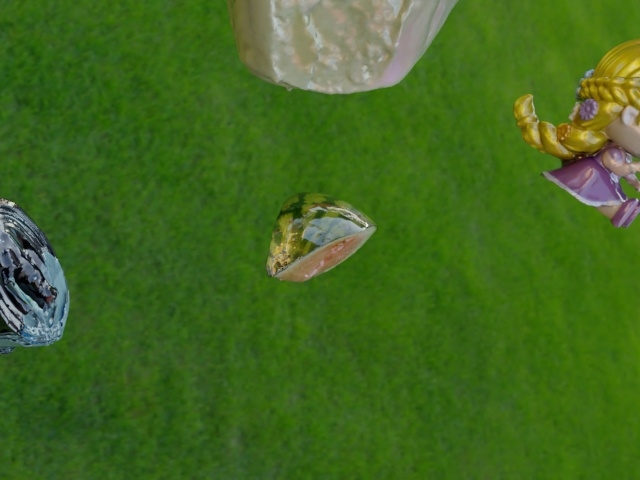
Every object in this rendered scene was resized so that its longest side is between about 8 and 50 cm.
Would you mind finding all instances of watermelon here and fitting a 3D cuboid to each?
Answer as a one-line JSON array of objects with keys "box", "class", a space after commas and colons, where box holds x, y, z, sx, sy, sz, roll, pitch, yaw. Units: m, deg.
[{"box": [-0.003, -0.014, 1.025, 0.069, 0.087, 0.163, 55, 13, 10], "class": "watermelon"}]

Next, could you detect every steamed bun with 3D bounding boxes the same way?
[{"box": [0.019, -0.194, 0.627, 0.239, 0.152, 0.170, -93, -174, -48], "class": "steamed bun"}]

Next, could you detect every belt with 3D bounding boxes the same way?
[{"box": [-0.256, 0.032, 0.905, 0.105, 0.058, 0.140, -82, 154, -43], "class": "belt"}]

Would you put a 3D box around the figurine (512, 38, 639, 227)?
[{"box": [0.208, -0.101, 0.765, 0.115, 0.156, 0.095, 37, 14, 12], "class": "figurine"}]
